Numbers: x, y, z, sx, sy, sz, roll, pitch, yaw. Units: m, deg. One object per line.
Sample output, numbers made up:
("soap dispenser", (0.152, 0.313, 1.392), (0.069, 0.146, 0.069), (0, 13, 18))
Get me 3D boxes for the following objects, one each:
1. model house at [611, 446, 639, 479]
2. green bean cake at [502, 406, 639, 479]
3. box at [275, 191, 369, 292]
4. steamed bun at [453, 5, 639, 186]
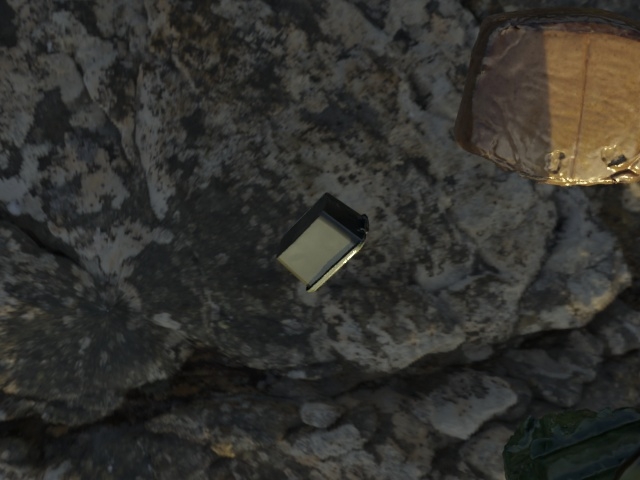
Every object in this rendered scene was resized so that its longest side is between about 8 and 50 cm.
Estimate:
("model house", (0.384, 0.224, 0.718), (0.193, 0.175, 0.234), (-47, 137, -6))
("green bean cake", (0.322, 0.318, 1.010), (0.169, 0.308, 0.300), (-19, 119, 1))
("box", (0.000, 0.000, 1.122), (0.069, 0.084, 0.122), (38, 118, -16))
("steamed bun", (0.364, -0.220, 1.267), (0.301, 0.199, 0.251), (12, 110, 5))
